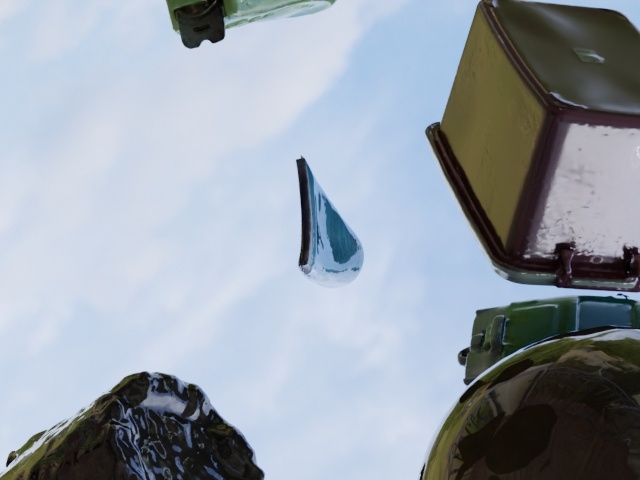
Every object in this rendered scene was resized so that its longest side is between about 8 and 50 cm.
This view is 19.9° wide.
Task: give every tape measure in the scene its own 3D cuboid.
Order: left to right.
[{"bbox_3d":[-0.046,-0.230,1.361,0.087,0.154,0.177,-12,-177,36],"label":"tape measure"}]

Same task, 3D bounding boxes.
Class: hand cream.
[{"bbox_3d":[0.000,0.000,1.339,0.224,0.048,0.083,57,31,-78],"label":"hand cream"}]

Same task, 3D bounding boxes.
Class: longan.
[{"bbox_3d":[0.143,0.148,1.014,0.212,0.198,0.198,-49,-153,24],"label":"longan"}]

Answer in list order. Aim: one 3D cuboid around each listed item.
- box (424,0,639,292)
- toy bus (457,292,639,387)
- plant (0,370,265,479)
[{"bbox_3d":[0.223,-0.095,1.642,0.294,0.193,0.168,-111,-153,-57],"label":"box"},{"bbox_3d":[0.249,0.222,1.630,0.199,0.344,0.183,-9,-159,12],"label":"toy bus"},{"bbox_3d":[-0.188,0.247,1.541,0.276,0.188,0.199,-36,-172,31],"label":"plant"}]
